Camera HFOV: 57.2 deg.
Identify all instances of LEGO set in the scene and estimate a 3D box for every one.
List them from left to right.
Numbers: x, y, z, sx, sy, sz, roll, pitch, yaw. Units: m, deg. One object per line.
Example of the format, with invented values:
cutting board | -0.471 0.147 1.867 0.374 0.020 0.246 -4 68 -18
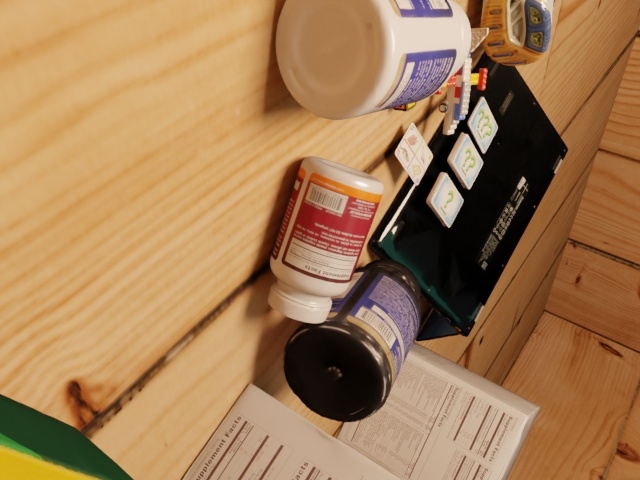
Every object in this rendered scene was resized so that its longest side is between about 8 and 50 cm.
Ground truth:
LEGO set | 0.178 -0.147 0.767 0.244 0.060 0.183 43 72 -47

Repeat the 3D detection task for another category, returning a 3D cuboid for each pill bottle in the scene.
pill bottle | 0.000 0.000 0.585 0.086 0.086 0.152 -3 116 -60
pill bottle | 0.052 0.105 0.705 0.219 0.122 0.123 -42 147 -60
pill bottle | 0.059 -0.173 0.515 0.186 0.112 0.112 -26 134 -50

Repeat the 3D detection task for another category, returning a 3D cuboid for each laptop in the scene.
laptop | 0.230 -0.048 1.029 0.408 0.236 0.382 42 73 -33

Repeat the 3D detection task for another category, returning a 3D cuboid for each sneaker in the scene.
sneaker | 0.246 -0.370 0.724 0.297 0.111 0.131 77 28 -53

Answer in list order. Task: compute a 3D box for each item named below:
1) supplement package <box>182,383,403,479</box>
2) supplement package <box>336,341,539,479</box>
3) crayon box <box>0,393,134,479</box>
supplement package | -0.005 0.290 0.642 0.134 0.244 0.139 -54 150 -21
supplement package | 0.211 0.321 1.033 0.199 0.262 0.198 22 93 -62
crayon box | -0.285 0.209 0.228 0.363 0.106 0.313 -54 148 -19
